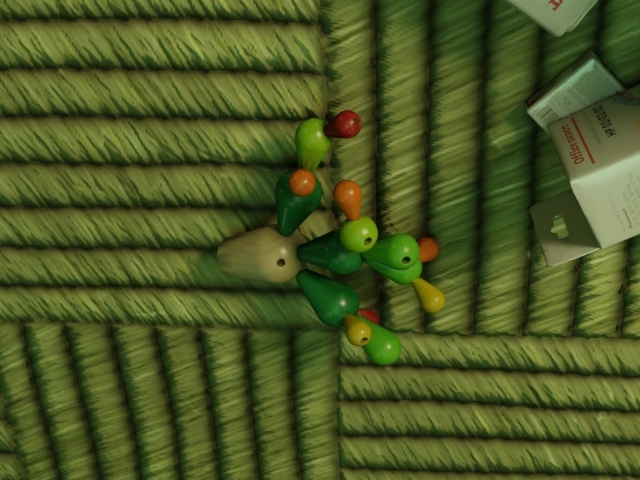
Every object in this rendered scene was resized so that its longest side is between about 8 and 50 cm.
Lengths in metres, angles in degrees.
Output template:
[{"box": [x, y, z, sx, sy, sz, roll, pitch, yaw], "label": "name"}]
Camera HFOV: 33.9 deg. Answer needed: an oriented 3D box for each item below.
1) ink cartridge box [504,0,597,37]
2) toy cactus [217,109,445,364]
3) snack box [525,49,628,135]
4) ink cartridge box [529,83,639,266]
[{"box": [0.128, -0.238, 0.688, 0.175, 0.072, 0.127, 32, 120, -13], "label": "ink cartridge box"}, {"box": [0.000, 0.000, 0.854, 0.181, 0.112, 0.219, -4, 126, 32], "label": "toy cactus"}, {"box": [0.241, -0.064, 0.813, 0.178, 0.022, 0.064, 41, 115, -18], "label": "snack box"}, {"box": [0.227, -0.060, 0.742, 0.181, 0.104, 0.061, -25, 114, 14], "label": "ink cartridge box"}]
